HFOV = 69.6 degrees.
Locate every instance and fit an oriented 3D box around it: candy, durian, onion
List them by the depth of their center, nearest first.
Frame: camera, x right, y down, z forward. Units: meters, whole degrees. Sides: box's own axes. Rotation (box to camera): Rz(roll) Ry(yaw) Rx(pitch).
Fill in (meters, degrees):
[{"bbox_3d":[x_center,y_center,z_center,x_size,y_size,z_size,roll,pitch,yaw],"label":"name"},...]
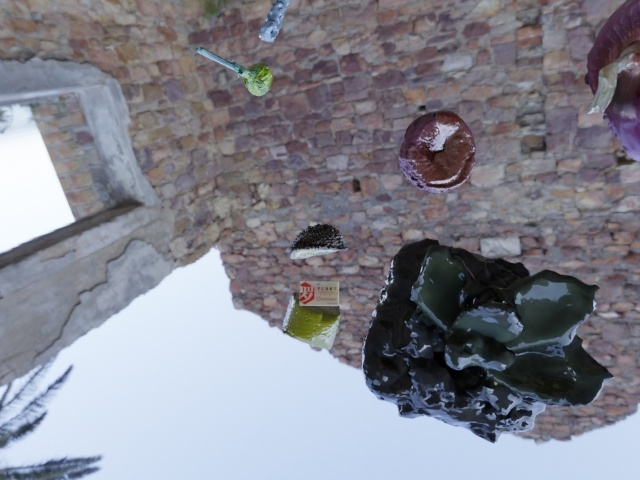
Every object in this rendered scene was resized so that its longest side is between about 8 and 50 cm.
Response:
[{"bbox_3d":[0.423,-0.203,0.522,0.200,0.201,0.207,0,-132,31],"label":"onion"},{"bbox_3d":[-0.002,-0.001,0.951,0.140,0.071,0.110,-6,180,38],"label":"durian"},{"bbox_3d":[-0.200,-0.412,1.103,0.073,0.077,0.262,-11,176,27],"label":"candy"}]

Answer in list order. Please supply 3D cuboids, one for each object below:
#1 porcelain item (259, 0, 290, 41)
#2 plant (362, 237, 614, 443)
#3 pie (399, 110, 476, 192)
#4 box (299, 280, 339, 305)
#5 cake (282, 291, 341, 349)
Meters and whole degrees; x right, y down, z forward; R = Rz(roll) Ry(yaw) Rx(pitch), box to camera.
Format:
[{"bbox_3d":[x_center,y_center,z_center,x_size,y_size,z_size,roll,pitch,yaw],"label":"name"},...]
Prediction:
[{"bbox_3d":[-0.077,-0.363,0.756,0.028,0.083,0.036,21,167,4],"label":"porcelain item"},{"bbox_3d":[0.165,0.113,0.534,0.215,0.213,0.312,17,174,5],"label":"plant"},{"bbox_3d":[0.258,-0.193,1.008,0.182,0.183,0.049,-16,-166,-12],"label":"pie"},{"bbox_3d":[-0.003,0.123,1.070,0.093,0.058,0.015,-1,171,11],"label":"box"},{"bbox_3d":[-0.032,0.267,1.562,0.179,0.156,0.260,14,-179,0],"label":"cake"}]
